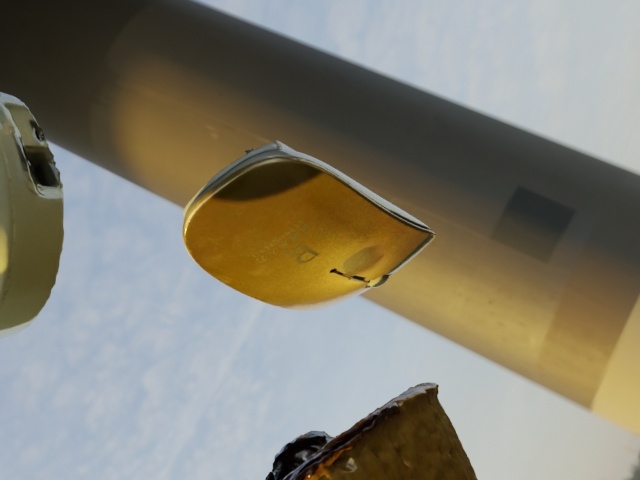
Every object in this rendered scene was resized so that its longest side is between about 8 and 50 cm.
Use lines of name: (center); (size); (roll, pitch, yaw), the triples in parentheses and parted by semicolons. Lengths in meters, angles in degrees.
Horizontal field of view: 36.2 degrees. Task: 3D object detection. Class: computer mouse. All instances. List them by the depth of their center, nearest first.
computer mouse: (0.000, 0.001, 0.607); (0.102, 0.045, 0.199); (-34, -31, 19)

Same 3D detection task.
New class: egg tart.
egg tart: (0.032, 0.205, 0.676); (0.215, 0.171, 0.215); (-37, -13, -10)

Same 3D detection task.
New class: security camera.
security camera: (-0.311, -0.015, 0.630); (0.236, 0.194, 0.194); (-2, -64, -47)
